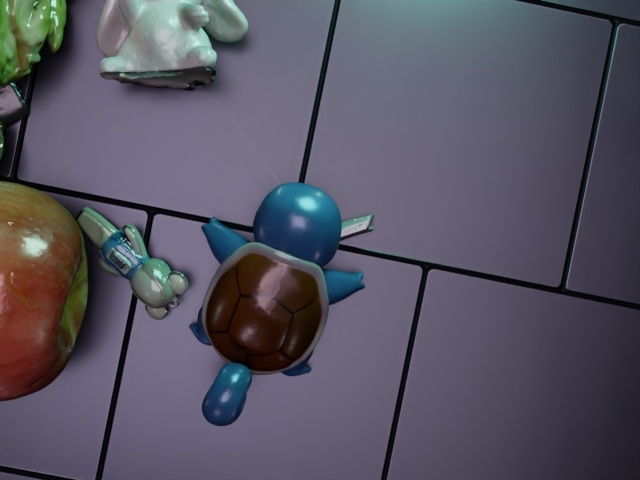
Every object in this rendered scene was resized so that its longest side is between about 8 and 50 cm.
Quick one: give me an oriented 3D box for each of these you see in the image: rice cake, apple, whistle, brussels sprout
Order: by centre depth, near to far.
[{"bbox_3d":[-0.545,0.076,1.600,0.363,0.364,0.364,0,91,-2],"label":"apple"},{"bbox_3d":[-0.562,-0.440,1.629,0.314,0.276,0.371,30,79,2],"label":"brussels sprout"},{"bbox_3d":[-0.330,0.032,1.754,0.235,0.077,0.114,43,121,4],"label":"whistle"},{"bbox_3d":[0.000,-0.001,1.785,0.207,0.033,0.033,-20,87,-3],"label":"rice cake"}]

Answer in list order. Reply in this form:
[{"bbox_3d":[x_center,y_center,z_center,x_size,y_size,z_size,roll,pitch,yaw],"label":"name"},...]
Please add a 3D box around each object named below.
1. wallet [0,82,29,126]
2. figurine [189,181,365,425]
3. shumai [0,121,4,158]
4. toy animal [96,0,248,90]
[{"bbox_3d":[-0.684,-0.225,1.747,0.321,0.044,0.170,-28,90,-2],"label":"wallet"},{"bbox_3d":[-0.100,0.104,1.693,0.297,0.243,0.416,22,85,6],"label":"figurine"},{"bbox_3d":[-0.627,-0.178,1.621,0.218,0.185,0.184,-2,60,-13],"label":"shumai"},{"bbox_3d":[-0.247,-0.383,1.704,0.249,0.174,0.289,19,91,9],"label":"toy animal"}]
